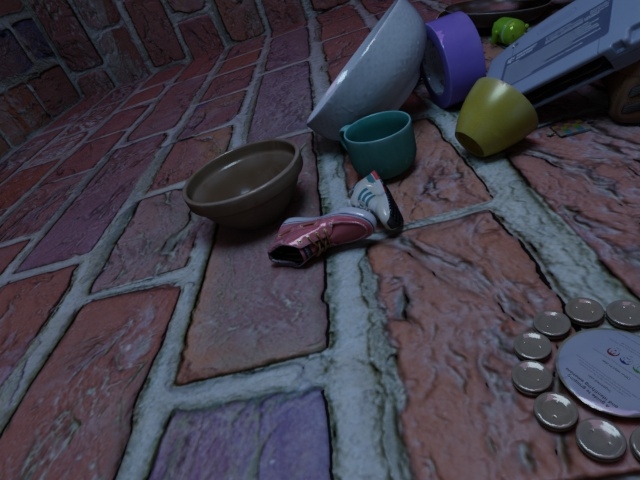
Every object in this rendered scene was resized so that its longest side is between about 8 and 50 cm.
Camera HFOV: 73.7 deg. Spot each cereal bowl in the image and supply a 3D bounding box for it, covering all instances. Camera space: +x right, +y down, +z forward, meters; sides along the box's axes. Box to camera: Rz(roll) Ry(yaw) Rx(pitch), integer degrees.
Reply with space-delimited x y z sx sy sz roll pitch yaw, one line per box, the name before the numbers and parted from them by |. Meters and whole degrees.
cereal bowl | 0.120 -0.358 0.966 0.339 0.141 0.339 -51 14 18

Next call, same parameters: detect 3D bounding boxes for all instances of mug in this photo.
mug | 0.116 -0.183 0.834 0.130 0.097 0.157 -20 34 2

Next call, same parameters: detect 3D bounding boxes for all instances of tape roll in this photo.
tape roll | 0.290 -0.404 0.964 0.080 0.189 0.189 -19 34 2

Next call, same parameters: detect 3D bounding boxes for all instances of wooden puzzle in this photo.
wooden puzzle | 0.448 -0.203 0.767 0.083 0.006 0.049 -14 35 10

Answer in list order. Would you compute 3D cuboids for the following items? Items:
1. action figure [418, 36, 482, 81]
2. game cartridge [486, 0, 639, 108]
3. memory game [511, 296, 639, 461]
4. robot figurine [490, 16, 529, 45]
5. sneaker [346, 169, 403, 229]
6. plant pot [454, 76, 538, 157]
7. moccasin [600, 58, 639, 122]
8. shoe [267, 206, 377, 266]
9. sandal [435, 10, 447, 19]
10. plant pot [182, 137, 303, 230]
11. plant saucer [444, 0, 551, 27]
action figure | 0.275 -0.486 1.129 0.276 0.140 0.164 -7 38 15
game cartridge | 0.435 -0.343 0.779 0.297 0.062 0.198 -18 39 57
memory game | 0.280 0.124 0.404 0.186 0.012 0.186 -14 35 10
robot figurine | 0.527 -0.586 1.195 0.101 0.067 0.115 -12 34 -5
sneaker | 0.087 -0.056 0.726 0.075 0.057 0.161 -31 33 15
plant pot | 0.298 -0.207 0.763 0.095 0.134 0.134 -48 36 4
moccasin | 0.580 -0.362 0.791 0.139 0.147 0.380 7 43 34
shoe | 0.000 0.000 0.681 0.178 0.063 0.081 -5 39 31
sandal | 0.422 -0.727 1.432 0.088 0.079 0.240 1 40 29
plant pot | -0.136 -0.097 0.838 0.238 0.109 0.237 -15 35 11
plant saucer | 0.551 -0.719 1.345 0.311 0.050 0.310 -6 34 4
